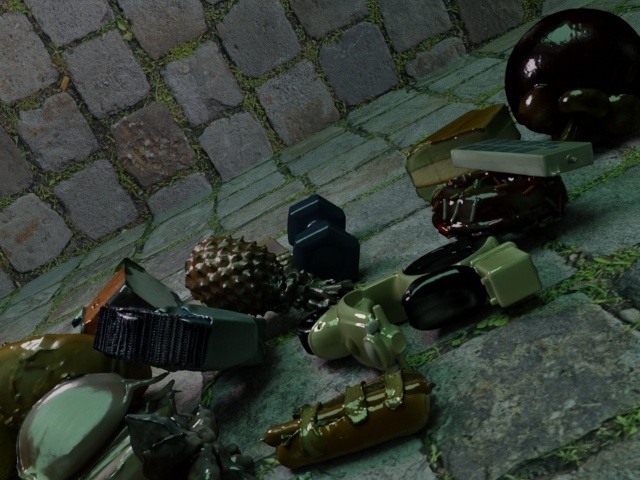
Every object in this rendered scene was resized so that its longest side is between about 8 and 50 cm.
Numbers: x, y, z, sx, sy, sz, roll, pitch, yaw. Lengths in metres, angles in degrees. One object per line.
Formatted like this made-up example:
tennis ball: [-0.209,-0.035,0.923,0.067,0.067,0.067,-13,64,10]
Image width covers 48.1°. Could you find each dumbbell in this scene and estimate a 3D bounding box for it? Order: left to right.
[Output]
dumbbell: [0.000,0.001,1.647,0.144,0.156,0.316,2,17,-6]

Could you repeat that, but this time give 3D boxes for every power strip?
power strip: [0.375,-0.160,1.365,0.106,0.043,0.367,-16,13,-15]

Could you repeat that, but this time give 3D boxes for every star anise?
star anise: [-0.176,0.305,1.015,0.093,0.229,0.236,-61,4,6]

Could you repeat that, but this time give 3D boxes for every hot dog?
hot dog: [0.039,0.252,1.011,0.270,0.072,0.109,-23,16,12]

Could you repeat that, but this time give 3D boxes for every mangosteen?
mangosteen: [0.562,-0.338,1.582,0.307,0.307,0.346,-16,49,32]

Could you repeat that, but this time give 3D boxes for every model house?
model house: [-0.517,0.220,1.811,0.301,0.190,0.271,-44,22,0]

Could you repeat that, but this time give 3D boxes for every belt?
belt: [-0.240,0.178,1.309,0.260,0.122,0.325,1,-9,35]

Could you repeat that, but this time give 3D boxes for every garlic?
garlic: [-0.359,0.330,1.164,0.238,0.210,0.292,-17,28,48]

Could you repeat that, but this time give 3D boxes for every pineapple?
pineapple: [-0.104,0.092,1.447,0.361,0.174,0.175,15,40,30]

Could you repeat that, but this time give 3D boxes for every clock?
clock: [0.149,0.107,1.188,0.379,0.120,0.276,-28,12,-4]

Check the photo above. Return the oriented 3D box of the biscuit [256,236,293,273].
biscuit: [-0.135,0.054,1.832,0.108,0.061,0.239,-32,17,-8]

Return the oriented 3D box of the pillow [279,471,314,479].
pillow: [-0.092,0.384,0.723,0.284,0.138,0.310,-30,21,-5]

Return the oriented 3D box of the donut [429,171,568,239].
donut: [0.335,-0.077,1.367,0.270,0.103,0.269,-13,11,3]

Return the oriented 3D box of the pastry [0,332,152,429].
pastry: [-0.479,0.288,1.387,0.285,0.184,0.316,-12,-18,20]

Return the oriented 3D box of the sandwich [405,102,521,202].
sandwich: [0.348,-0.209,1.708,0.228,0.155,0.198,-14,20,39]

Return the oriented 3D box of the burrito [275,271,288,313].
burrito: [-0.091,0.116,1.633,0.185,0.041,0.045,-91,23,-70]

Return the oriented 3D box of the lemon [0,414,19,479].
lemon: [-0.725,0.411,1.383,0.268,0.268,0.321,-10,32,43]
